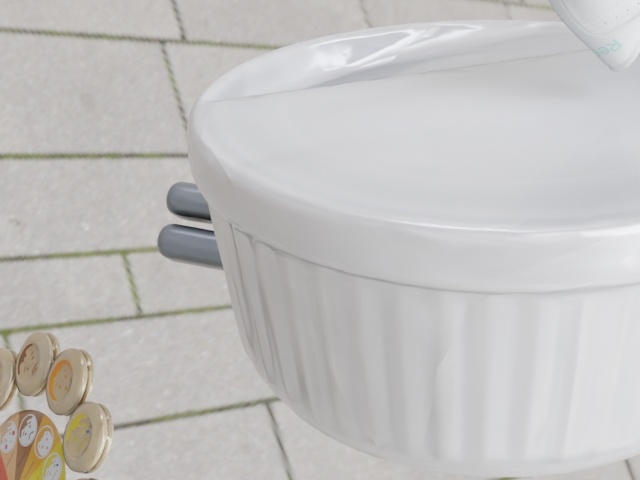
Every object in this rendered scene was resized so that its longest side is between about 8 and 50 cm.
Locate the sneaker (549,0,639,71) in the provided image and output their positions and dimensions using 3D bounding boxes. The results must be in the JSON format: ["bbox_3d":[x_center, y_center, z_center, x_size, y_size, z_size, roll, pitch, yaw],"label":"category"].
[{"bbox_3d":[0.183,-0.155,0.544,0.094,0.212,0.080,55,-2,-21],"label":"sneaker"}]

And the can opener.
[{"bbox_3d":[0.000,0.000,1.029,0.093,0.280,0.074,37,64,-69],"label":"can opener"}]

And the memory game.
[{"bbox_3d":[-0.169,0.139,0.695,0.012,0.186,0.186,19,56,-40],"label":"memory game"}]

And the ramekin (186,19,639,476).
[{"bbox_3d":[0.077,-0.005,0.585,0.273,0.273,0.127,-33,129,-47],"label":"ramekin"}]
